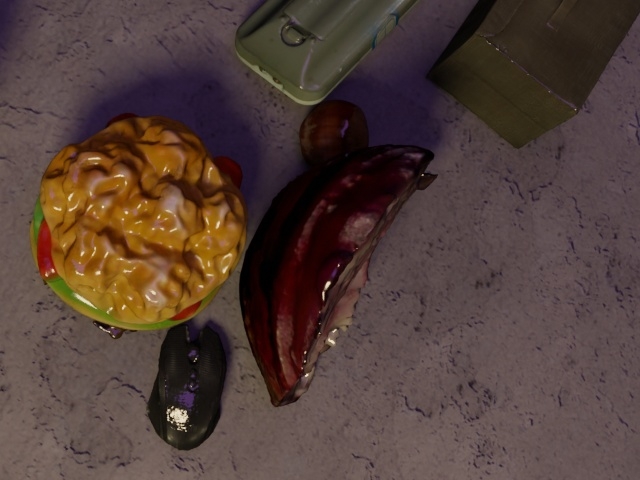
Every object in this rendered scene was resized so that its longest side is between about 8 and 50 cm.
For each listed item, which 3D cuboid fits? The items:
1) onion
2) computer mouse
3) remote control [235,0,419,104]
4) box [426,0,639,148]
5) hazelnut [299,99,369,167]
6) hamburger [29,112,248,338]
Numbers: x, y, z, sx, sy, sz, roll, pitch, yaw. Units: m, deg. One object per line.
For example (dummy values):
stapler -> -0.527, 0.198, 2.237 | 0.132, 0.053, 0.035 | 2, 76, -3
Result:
onion -> 0.000, 0.000, 1.138 | 0.146, 0.280, 0.314 | 32, 70, 7
computer mouse -> -0.136, 0.151, 1.169 | 0.079, 0.047, 0.135 | 10, 74, -16
remote control -> 0.047, -0.303, 1.302 | 0.128, 0.065, 0.335 | 37, 69, 13
box -> 0.266, -0.257, 1.325 | 0.149, 0.155, 0.231 | 37, 69, -7
hazelnut -> 0.016, -0.118, 1.260 | 0.086, 0.086, 0.086 | 4, 77, -17
hamburger -> -0.180, -0.024, 1.139 | 0.237, 0.149, 0.237 | 4, 77, -15
